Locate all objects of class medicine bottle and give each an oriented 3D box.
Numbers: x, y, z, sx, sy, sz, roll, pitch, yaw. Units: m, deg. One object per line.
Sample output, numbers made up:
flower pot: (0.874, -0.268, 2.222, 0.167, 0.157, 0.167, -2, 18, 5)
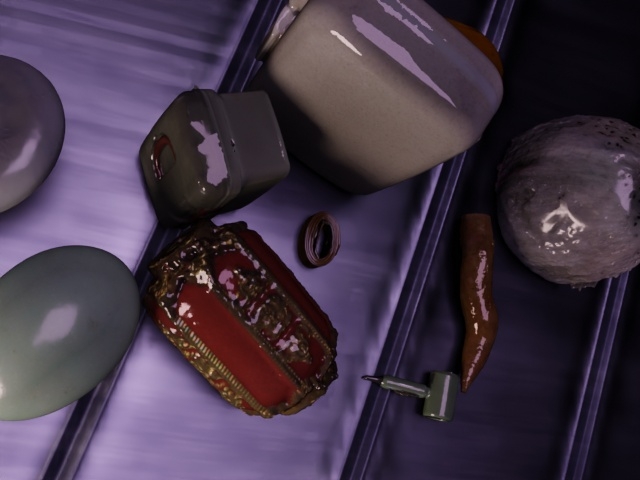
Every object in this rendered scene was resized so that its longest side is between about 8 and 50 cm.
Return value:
medicine bottle: (0.047, -0.183, 0.898, 0.282, 0.375, 0.123, 38, 74, -11)

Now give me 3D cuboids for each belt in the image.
belt: (0.000, 0.000, 1.033, 0.059, 0.036, 0.083, 16, 76, -20)

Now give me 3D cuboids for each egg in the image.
egg: (-0.316, 0.107, 0.818, 0.168, 0.168, 0.231, 45, 71, -9)

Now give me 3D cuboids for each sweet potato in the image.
sweet potato: (0.249, 0.096, 1.100, 0.059, 0.067, 0.282, -3, 80, 20)

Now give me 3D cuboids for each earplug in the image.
earplug: (-0.465, -0.144, 0.798, 0.325, 0.175, 0.214, 12, 70, -20)

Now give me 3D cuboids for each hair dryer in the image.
hair dryer: (0.134, 0.222, 1.052, 0.150, 0.047, 0.071, 15, 71, -8)

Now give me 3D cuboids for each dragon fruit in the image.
dragon fruit: (0.427, -0.088, 1.123, 0.203, 0.221, 0.283, 32, 73, -20)

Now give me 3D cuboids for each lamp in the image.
lamp: (-0.098, 0.102, 0.895, 0.177, 0.177, 0.274, -47, 109, -22)

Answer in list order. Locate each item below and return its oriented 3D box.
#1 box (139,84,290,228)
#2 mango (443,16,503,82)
box: (-0.143, -0.106, 0.904, 0.129, 0.210, 0.148, -15, 85, -30)
mango: (0.161, -0.254, 1.057, 0.287, 0.152, 0.201, -5, 61, -39)
